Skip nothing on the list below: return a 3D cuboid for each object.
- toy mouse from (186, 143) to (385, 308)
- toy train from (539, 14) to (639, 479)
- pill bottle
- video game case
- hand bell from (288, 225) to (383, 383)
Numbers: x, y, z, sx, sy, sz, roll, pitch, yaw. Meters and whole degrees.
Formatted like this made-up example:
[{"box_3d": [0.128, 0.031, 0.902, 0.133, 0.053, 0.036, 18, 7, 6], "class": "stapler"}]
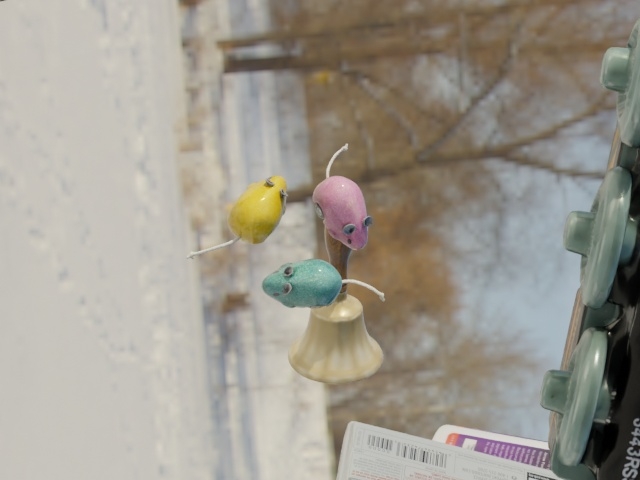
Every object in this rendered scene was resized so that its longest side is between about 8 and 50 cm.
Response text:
[{"box_3d": [0.000, 0.000, 1.275, 0.161, 0.143, 0.031, -50, -177, -21], "class": "toy mouse"}, {"box_3d": [0.202, 0.000, 0.894, 0.190, 0.142, 0.334, -59, 159, -79], "class": "toy train"}, {"box_3d": [0.200, 0.244, 1.541, 0.108, 0.193, 0.108, 8, 90, -72], "class": "pill bottle"}, {"box_3d": [0.110, 0.227, 1.179, 0.193, 0.212, 0.023, -78, -177, -54], "class": "video game case"}, {"box_3d": [0.022, 0.050, 2.059, 0.126, 0.126, 0.242, -100, -170, -59], "class": "hand bell"}]
